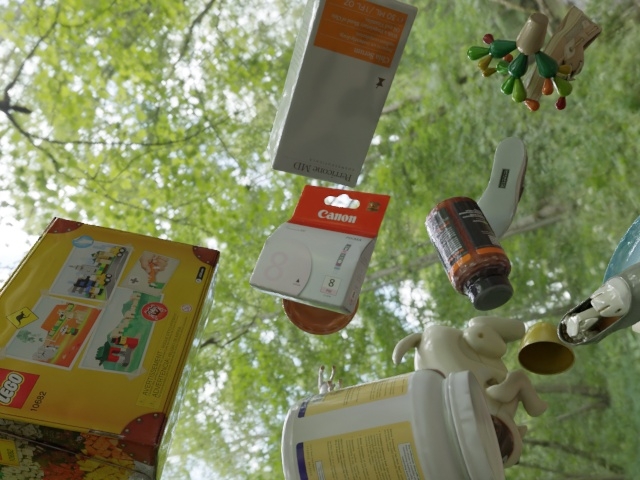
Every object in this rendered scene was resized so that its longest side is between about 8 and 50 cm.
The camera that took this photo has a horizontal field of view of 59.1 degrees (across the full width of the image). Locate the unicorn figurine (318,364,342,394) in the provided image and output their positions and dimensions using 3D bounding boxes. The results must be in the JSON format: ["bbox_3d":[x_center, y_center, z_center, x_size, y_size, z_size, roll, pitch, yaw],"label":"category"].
[{"bbox_3d":[0.020,0.352,1.324,0.162,0.060,0.111,-74,-9,-68],"label":"unicorn figurine"}]

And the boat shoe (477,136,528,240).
[{"bbox_3d":[0.366,-0.092,1.120,0.070,0.078,0.219,19,-90,-56],"label":"boat shoe"}]

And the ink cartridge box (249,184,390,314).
[{"bbox_3d":[0.000,0.000,1.001,0.066,0.189,0.232,42,-118,-58],"label":"ink cartridge box"}]

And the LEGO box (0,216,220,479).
[{"bbox_3d":[-0.435,0.202,1.102,0.373,0.193,0.500,12,-142,-4],"label":"LEGO box"}]

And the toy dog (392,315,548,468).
[{"bbox_3d":[0.405,0.418,1.500,0.396,0.284,0.407,19,-139,-16],"label":"toy dog"}]

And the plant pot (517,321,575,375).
[{"bbox_3d":[0.575,0.266,1.444,0.134,0.134,0.095,46,-142,-21],"label":"plant pot"}]

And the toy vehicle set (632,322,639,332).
[{"bbox_3d":[0.966,0.218,1.448,0.166,0.267,0.035,13,-106,-74],"label":"toy vehicle set"}]

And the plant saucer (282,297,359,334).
[{"bbox_3d":[0.001,0.147,1.469,0.199,0.200,0.037,55,-175,-7],"label":"plant saucer"}]

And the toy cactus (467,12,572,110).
[{"bbox_3d":[0.400,-0.356,1.092,0.219,0.180,0.112,39,-115,20],"label":"toy cactus"}]

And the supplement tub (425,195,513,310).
[{"bbox_3d":[0.259,0.023,0.977,0.106,0.106,0.197,30,-148,-39],"label":"supplement tub"}]

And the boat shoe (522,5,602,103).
[{"bbox_3d":[0.535,-0.399,1.244,0.098,0.109,0.302,34,-117,8],"label":"boat shoe"}]

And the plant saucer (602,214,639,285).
[{"bbox_3d":[0.810,0.036,1.400,0.044,0.317,0.317,28,-149,7],"label":"plant saucer"}]

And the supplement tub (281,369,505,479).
[{"bbox_3d":[0.126,0.363,0.982,0.241,0.332,0.240,-18,-90,-72],"label":"supplement tub"}]

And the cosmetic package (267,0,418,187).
[{"bbox_3d":[0.038,-0.381,1.383,0.230,0.452,0.161,11,-154,-15],"label":"cosmetic package"}]

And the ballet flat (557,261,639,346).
[{"bbox_3d":[0.426,0.105,0.843,0.068,0.213,0.072,-7,-122,-13],"label":"ballet flat"}]
